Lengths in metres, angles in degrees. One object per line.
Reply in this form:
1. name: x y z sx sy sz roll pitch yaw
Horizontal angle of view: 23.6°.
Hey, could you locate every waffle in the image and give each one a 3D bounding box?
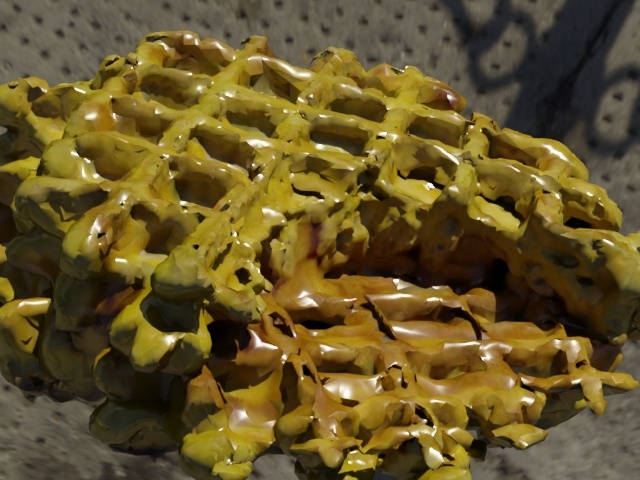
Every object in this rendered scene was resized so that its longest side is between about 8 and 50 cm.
1. waffle: 0.000 0.000 0.443 0.197 0.193 0.070 28 121 31
